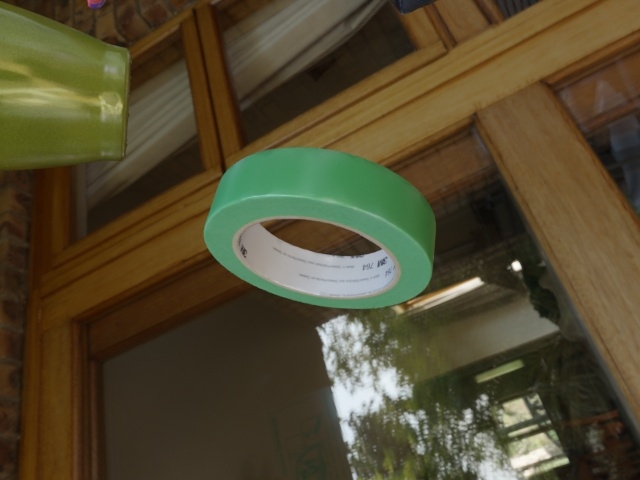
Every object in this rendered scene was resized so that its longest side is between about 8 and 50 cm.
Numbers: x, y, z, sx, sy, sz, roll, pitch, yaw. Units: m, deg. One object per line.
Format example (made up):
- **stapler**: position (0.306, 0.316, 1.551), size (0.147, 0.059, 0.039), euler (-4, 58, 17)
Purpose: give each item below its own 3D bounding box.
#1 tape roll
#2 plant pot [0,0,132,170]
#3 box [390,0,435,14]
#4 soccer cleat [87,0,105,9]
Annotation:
- **tape roll**: position (0.000, 0.000, 0.733), size (0.321, 0.320, 0.077), euler (48, -135, -46)
- **plant pot**: position (-0.574, -0.297, 1.046), size (0.366, 0.352, 0.367), euler (-176, 90, -70)
- **box**: position (0.206, -0.552, 0.434), size (0.480, 0.471, 0.298), euler (65, 180, -60)
- **soccer cleat**: position (-0.460, -0.638, 1.166), size (0.095, 0.248, 0.083), euler (18, -163, -26)
